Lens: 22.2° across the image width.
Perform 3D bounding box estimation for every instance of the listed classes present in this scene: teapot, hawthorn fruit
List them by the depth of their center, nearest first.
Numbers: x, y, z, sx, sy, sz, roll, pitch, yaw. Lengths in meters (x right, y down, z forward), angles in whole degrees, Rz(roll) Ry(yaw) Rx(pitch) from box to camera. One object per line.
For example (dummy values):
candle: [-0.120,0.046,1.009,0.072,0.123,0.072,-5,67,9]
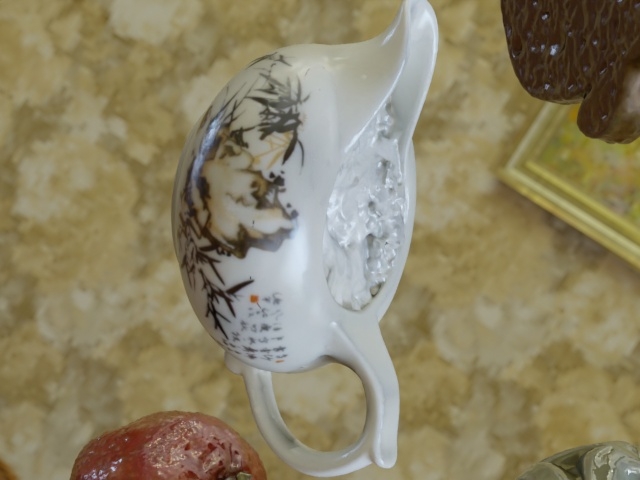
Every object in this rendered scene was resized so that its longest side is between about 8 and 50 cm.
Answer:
teapot: [0.000,0.000,1.045,0.165,0.300,0.208,-3,3,18]
hawthorn fruit: [-0.143,0.270,1.657,0.205,0.205,0.253,29,-29,-34]

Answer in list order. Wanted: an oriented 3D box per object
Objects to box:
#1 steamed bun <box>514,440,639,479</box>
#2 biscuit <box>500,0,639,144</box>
steamed bun: [0.286,0.353,1.366,0.367,0.342,0.255,6,17,-37]
biscuit: [0.257,-0.257,1.401,0.070,0.350,0.394,-2,-3,-17]
